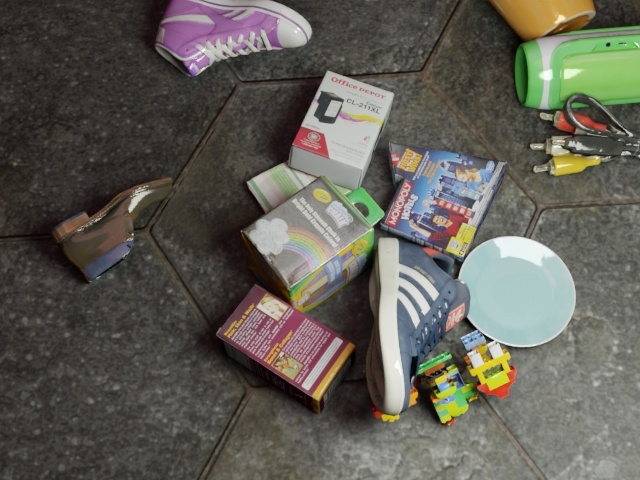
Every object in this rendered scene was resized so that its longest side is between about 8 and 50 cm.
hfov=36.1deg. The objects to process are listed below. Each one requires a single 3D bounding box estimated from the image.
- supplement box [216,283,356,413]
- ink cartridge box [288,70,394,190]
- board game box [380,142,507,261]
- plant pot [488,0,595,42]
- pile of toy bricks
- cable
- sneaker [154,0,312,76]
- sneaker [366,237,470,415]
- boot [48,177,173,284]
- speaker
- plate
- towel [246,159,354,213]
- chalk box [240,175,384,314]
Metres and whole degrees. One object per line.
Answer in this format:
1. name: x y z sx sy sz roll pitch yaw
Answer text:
1. supplement box: -0.052 0.165 1.498 0.188 0.081 0.104 31 68 16
2. ink cartridge box: 0.036 -0.188 1.665 0.127 0.072 0.175 19 60 5
3. board game box: 0.181 -0.076 1.626 0.194 0.060 0.194 23 66 14
4. plant pot: 0.389 -0.451 1.747 0.205 0.205 0.188 -25 80 -11
5. pile of toy bricks: 0.183 0.225 1.457 0.212 0.118 0.105 -25 105 0
6. cable: 0.503 -0.165 1.658 0.287 0.072 0.139 8 88 -3
7. sneaker: -0.163 -0.349 1.760 0.282 0.102 0.161 12 67 19
8. sneaker: 0.149 0.118 1.440 0.148 0.131 0.350 9 38 -2
9. boot: -0.323 -0.018 1.618 0.219 0.082 0.106 -29 88 -17
10. speaker: 0.493 -0.297 1.693 0.296 0.131 0.131 -5 63 -1
11. plate: 0.309 0.082 1.557 0.188 0.024 0.188 1 65 -2
12. towel: -0.035 -0.088 1.663 0.152 0.023 0.113 -28 68 -14
13. chalk box: 0.000 0.000 1.555 0.213 0.132 0.132 -34 66 -16
